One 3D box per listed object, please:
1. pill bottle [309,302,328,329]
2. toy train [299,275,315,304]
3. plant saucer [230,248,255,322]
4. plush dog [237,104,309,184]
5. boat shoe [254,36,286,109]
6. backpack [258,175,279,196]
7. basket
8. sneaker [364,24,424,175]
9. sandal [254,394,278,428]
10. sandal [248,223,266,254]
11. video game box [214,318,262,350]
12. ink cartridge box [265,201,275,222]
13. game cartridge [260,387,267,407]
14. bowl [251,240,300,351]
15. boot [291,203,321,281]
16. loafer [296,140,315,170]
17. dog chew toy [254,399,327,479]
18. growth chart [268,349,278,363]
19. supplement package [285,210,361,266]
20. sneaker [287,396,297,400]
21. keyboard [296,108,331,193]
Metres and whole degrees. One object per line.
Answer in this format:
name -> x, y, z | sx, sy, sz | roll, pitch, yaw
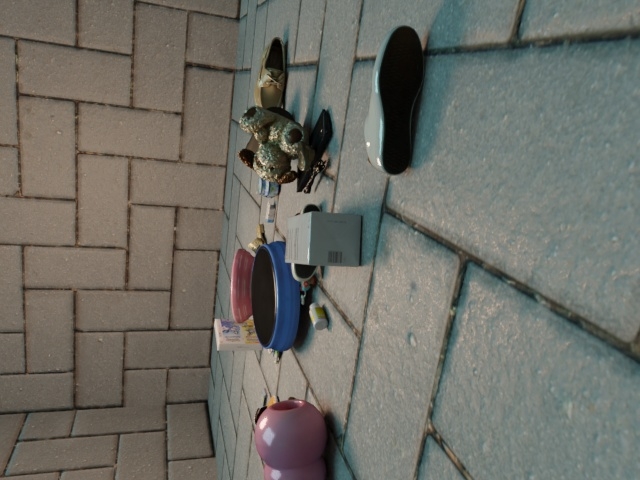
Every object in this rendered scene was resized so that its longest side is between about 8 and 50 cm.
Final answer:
pill bottle -> -0.008, 0.224, 1.477 | 0.083, 0.043, 0.043 | -112, 31, -52
toy train -> -0.054, 0.130, 1.634 | 0.166, 0.046, 0.125 | -118, 30, -57
plant saucer -> -0.328, 0.202, 2.218 | 0.332, 0.084, 0.332 | 0, -90, -88
plush dog -> -0.155, -0.314, 1.725 | 0.225, 0.262, 0.210 | -65, -17, 14
boat shoe -> -0.205, -0.672, 2.061 | 0.110, 0.121, 0.341 | 153, 119, -70
backpack -> -0.220, -0.233, 2.105 | 0.114, 0.084, 0.105 | -173, 84, -69
basket -> -0.196, -0.404, 1.967 | 0.227, 0.154, 0.204 | 125, 142, -51
sneaker -> 0.133, -0.287, 1.030 | 0.123, 0.106, 0.290 | -142, 55, -65
sandal -> -0.230, 0.713, 2.016 | 0.102, 0.076, 0.265 | -108, 28, -47
sandal -> -0.297, 0.019, 2.304 | 0.088, 0.079, 0.240 | 111, 154, -43
video game box -> -0.382, 0.435, 2.304 | 0.187, 0.205, 0.048 | -118, 37, -55
ink cartridge box -> -0.218, -0.125, 2.168 | 0.048, 0.028, 0.083 | -118, 35, -56
game cartridge -> -0.248, 0.690, 2.170 | 0.056, 0.017, 0.083 | -123, 40, -66
bowl -> -0.170, 0.196, 1.754 | 0.391, 0.077, 0.391 | 180, 90, -69
boot -> -0.059, 0.017, 1.602 | 0.176, 0.088, 0.244 | 152, 127, -69
loafer -> -0.041, -0.260, 1.524 | 0.148, 0.050, 0.056 | -98, 20, -50
dog chew toy -> -0.074, 0.627, 1.396 | 0.206, 0.206, 0.332 | 169, 96, -71
growth chart -> -0.218, 0.384, 2.013 | 0.237, 0.021, 0.172 | 52, 149, 40
supplement package -> 0.000, 0.000, 1.338 | 0.244, 0.139, 0.134 | 176, 97, -72
sneaker -> -0.090, 0.587, 1.672 | 0.118, 0.042, 0.067 | -124, 44, -57
keyboard -> -0.025, -0.256, 1.615 | 0.317, 0.033, 0.201 | 122, 152, -57
